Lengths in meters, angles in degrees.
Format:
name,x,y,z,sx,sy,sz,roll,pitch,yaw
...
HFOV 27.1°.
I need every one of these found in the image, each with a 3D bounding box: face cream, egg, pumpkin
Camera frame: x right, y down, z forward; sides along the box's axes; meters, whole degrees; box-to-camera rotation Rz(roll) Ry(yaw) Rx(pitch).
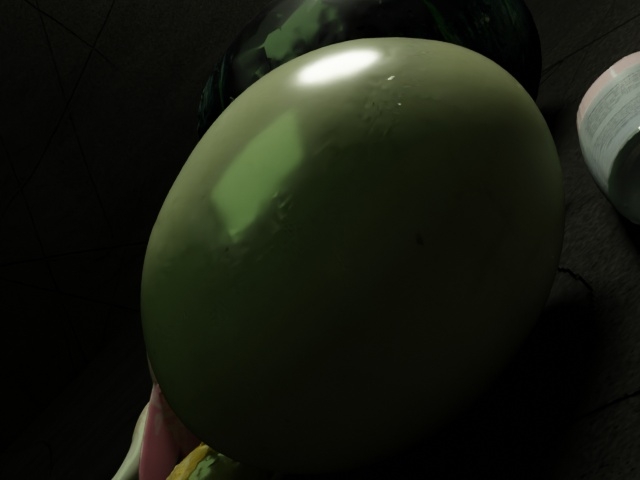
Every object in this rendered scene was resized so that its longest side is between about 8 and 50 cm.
name,x,y,z,sx,sy,sz,roll,pitch,yaw
face cream,0.193,-0.064,0.784,0.084,0.057,0.198,-43,7,18
egg,0.018,0.007,0.755,0.269,0.219,0.219,-44,7,-16
pumpkin,0.048,-0.115,1.176,0.315,0.238,0.315,-32,-3,-2

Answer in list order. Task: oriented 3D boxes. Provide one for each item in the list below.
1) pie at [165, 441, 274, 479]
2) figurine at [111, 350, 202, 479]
name,x,y,z,sx,sy,sz,roll,pitch,yaw
pie,-0.141,0.249,0.936,0.282,0.068,0.128,-53,9,-13
figurine,-0.100,0.153,1.155,0.260,0.103,0.205,-52,-26,-25
